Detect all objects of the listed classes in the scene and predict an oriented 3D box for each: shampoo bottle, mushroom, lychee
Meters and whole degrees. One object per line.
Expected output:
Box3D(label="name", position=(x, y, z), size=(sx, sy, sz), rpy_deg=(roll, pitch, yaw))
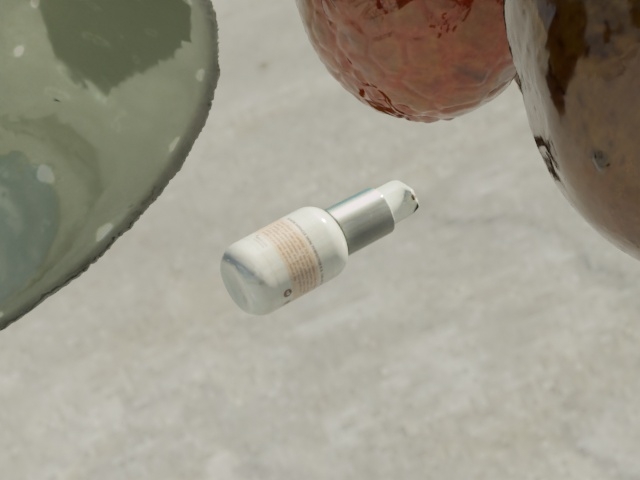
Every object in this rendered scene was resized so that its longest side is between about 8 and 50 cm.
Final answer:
Box3D(label="shampoo bottle", position=(0.000, 0.000, 1.799), size=(0.192, 0.074, 0.074), rpy_deg=(-29, 22, -23))
Box3D(label="mushroom", position=(0.201, -0.109, 1.006), size=(0.195, 0.283, 0.263), rpy_deg=(-9, 38, -19))
Box3D(label="lychee", position=(0.101, -0.219, 1.584), size=(0.255, 0.300, 0.255), rpy_deg=(-53, 16, 23))

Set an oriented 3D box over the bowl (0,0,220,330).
Box3D(label="bowl", position=(-0.235, -0.082, 1.065), size=(0.337, 0.337, 0.157), rpy_deg=(-31, 64, -21))
